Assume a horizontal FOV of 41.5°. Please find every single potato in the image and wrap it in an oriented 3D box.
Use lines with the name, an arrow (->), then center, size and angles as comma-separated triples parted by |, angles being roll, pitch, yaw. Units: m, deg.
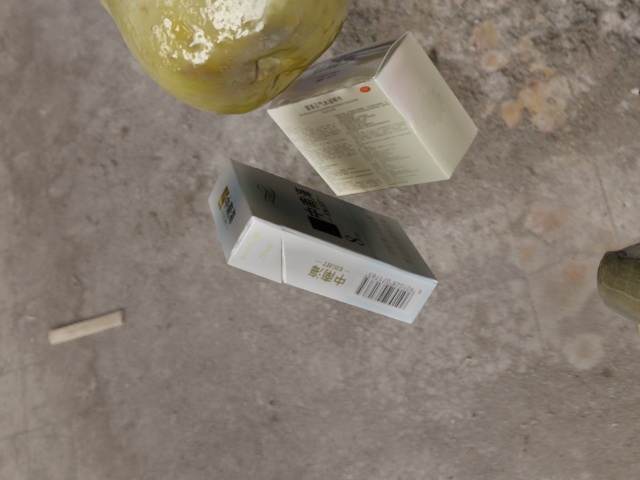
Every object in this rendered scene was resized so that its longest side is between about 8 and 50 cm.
potato -> -0.073, -0.214, 0.669 | 0.285, 0.242, 0.243 | -43, 59, 40

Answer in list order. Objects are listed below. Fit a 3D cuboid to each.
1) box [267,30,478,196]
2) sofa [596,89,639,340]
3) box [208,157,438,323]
box -> 0.062, -0.153, 1.069 | 0.212, 0.168, 0.095 | -5, 45, 50
sofa -> 0.283, 0.013, 0.361 | 0.200, 0.258, 0.182 | -144, 52, -75
box -> 0.000, 0.000, 0.976 | 0.067, 0.242, 0.155 | -62, 25, 19
